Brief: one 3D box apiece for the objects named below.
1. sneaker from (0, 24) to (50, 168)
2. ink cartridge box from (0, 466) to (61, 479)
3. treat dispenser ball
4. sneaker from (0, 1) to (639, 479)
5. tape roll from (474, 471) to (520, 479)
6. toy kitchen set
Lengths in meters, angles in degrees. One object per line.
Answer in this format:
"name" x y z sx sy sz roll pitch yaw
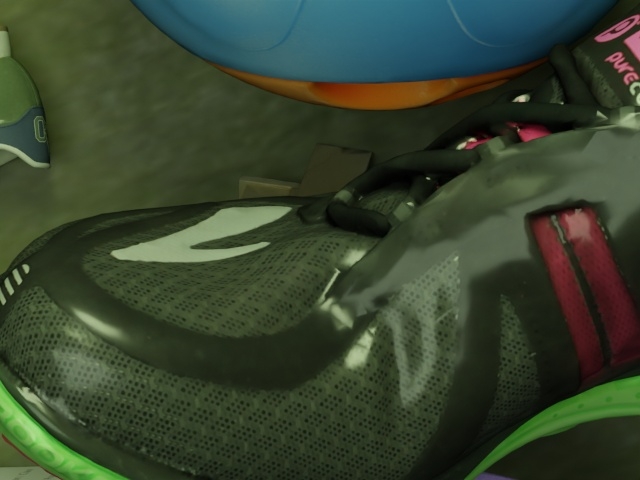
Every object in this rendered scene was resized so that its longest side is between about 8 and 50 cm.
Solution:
"sneaker" -0.226 -0.029 1.038 0.192 0.064 0.086 -30 86 9
"ink cartridge box" -0.184 0.272 1.069 0.261 0.066 0.296 -3 96 10
"treat dispenser ball" 0.024 -0.200 0.861 0.288 0.288 0.288 1 97 10
"sneaker" 0.090 -0.012 0.808 0.483 0.185 0.202 -10 130 -22
"tape roll" 0.044 0.204 0.923 0.275 0.275 0.090 6 57 9
"toy kitchen set" 0.000 0.000 1.020 0.083 0.068 0.075 8 126 8
